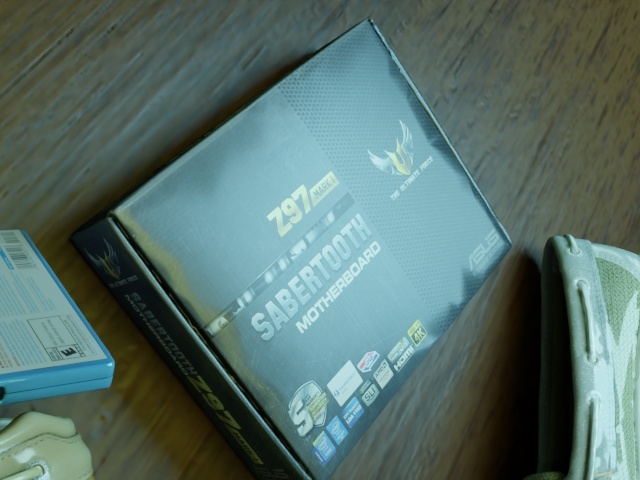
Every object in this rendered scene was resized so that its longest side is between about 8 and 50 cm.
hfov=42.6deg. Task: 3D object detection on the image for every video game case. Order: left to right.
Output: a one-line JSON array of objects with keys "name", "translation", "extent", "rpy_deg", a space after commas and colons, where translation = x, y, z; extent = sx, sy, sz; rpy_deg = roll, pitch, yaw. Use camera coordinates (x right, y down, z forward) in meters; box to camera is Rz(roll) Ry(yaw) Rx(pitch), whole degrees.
[{"name": "video game case", "translation": [-0.181, 0.032, 0.320], "extent": [0.166, 0.119, 0.015], "rpy_deg": [-4, 121, -38]}]

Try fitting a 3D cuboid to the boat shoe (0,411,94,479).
[{"name": "boat shoe", "translation": [-0.216, 0.119, 0.276], "extent": [0.302, 0.113, 0.103], "rpy_deg": [6, 74, -47]}]

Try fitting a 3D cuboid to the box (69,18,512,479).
[{"name": "box", "translation": [0.000, 0.000, 0.491], "extent": [0.233, 0.059, 0.183], "rpy_deg": [-44, 105, -36]}]

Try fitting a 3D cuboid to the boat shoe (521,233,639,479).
[{"name": "boat shoe", "translation": [0.176, 0.143, 0.570], "extent": [0.103, 0.118, 0.320], "rpy_deg": [18, 67, 7]}]
